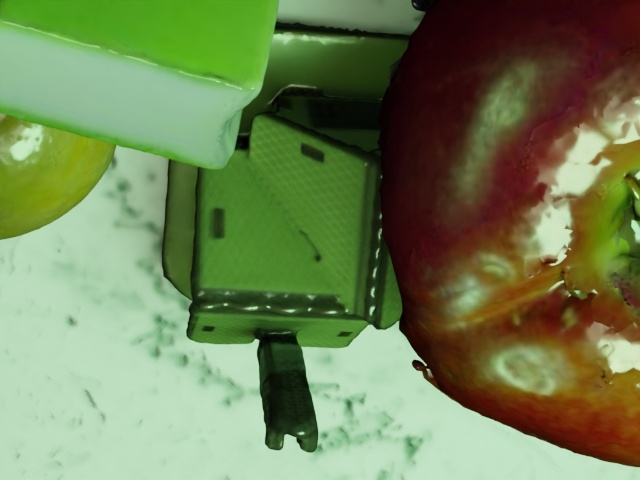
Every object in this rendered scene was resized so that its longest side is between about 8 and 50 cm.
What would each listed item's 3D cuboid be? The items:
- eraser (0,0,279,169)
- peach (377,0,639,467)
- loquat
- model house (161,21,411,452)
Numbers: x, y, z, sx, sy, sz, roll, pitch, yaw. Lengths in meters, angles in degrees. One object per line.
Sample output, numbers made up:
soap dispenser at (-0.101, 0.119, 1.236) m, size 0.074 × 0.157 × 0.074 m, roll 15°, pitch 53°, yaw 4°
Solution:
eraser at (-0.121, -0.191, 1.065) m, size 0.210 × 0.274 × 0.092 m, roll 15°, pitch 143°, yaw -10°
peach at (0.222, -0.035, 1.068) m, size 0.353 × 0.416 × 0.339 m, roll -5°, pitch 97°, yaw 9°
loquat at (-0.232, -0.092, 1.134) m, size 0.213 × 0.213 × 0.213 m, roll -1°, pitch 111°, yaw -2°
model house at (0.000, 0.000, 1.139) m, size 0.205 × 0.278 × 0.218 m, roll 3°, pitch 112°, yaw -5°
